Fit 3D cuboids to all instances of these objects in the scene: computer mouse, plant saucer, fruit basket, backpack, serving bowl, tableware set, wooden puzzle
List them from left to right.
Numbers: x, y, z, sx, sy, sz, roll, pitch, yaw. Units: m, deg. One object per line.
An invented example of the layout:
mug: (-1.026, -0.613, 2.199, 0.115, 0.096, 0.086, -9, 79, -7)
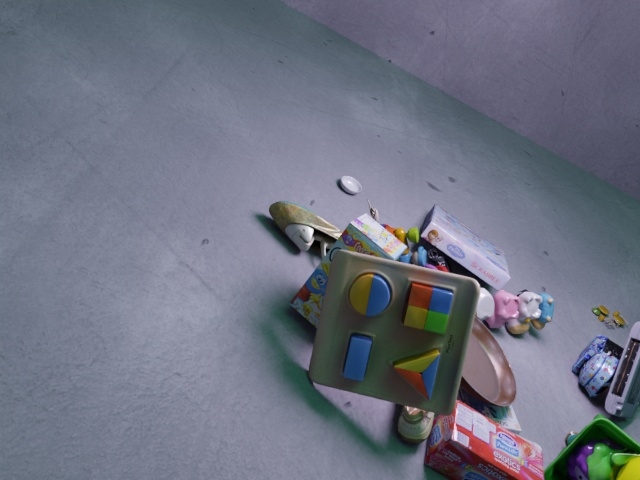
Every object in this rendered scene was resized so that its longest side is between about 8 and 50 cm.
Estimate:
serving bowl: (0.105, -0.192, 2.076, 0.083, 0.027, 0.083, 21, 38, -18)
wooden puzzle: (0.160, 0.210, 1.331, 0.347, 0.322, 0.080, 12, 3, 11)
computer mouse: (0.379, 0.078, 1.893, 0.242, 0.041, 0.071, 33, 43, -58)
plant saucer: (0.409, 0.313, 1.585, 0.310, 0.050, 0.311, 33, 33, -25)
backpack: (0.891, 0.413, 1.887, 0.117, 0.158, 0.173, 37, 47, 19)
tableware set: (1.145, 0.301, 2.320, 0.154, 0.024, 0.104, 2, 43, -35)
fruit basket: (0.756, 0.617, 1.394, 0.392, 0.283, 0.392, 31, 18, -11)

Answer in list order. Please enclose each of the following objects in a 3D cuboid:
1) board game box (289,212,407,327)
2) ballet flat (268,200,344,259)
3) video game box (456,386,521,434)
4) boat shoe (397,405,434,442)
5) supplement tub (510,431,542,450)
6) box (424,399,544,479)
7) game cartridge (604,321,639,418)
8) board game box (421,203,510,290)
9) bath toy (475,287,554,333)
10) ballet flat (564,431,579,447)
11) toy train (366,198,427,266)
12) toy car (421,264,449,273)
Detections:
board game box: (0.070, 0.088, 1.489, 0.142, 0.275, 0.144, 40, 22, 9)
ballet flat: (0.000, 0.000, 1.708, 0.348, 0.123, 0.123, 27, 36, -10)
video game box: (0.434, 0.426, 1.597, 0.187, 0.048, 0.205, 18, 38, -25)
boat shoe: (0.260, 0.369, 1.462, 0.104, 0.089, 0.285, 7, 33, 15)
supplement tub: (0.504, 0.536, 1.501, 0.107, 0.071, 0.071, 26, 36, -12)
box: (0.390, 0.516, 1.391, 0.256, 0.123, 0.128, 31, 36, -3)
game cartridge: (0.989, 0.412, 1.843, 0.062, 0.297, 0.198, 19, -3, 40)
board game box: (0.507, 0.014, 2.049, 0.318, 0.066, 0.318, 36, 20, 3)
bath toy: (0.586, 0.222, 1.889, 0.348, 0.152, 0.129, 8, 5, -27)
ballet flat: (0.769, 0.606, 1.646, 0.206, 0.073, 0.067, 39, 8, 3)
toy train: (0.233, -0.019, 1.772, 0.143, 0.248, 0.105, -5, 28, 22)
toy car: (0.334, 0.139, 1.733, 0.182, 0.159, 0.136, 1, 86, -37)
